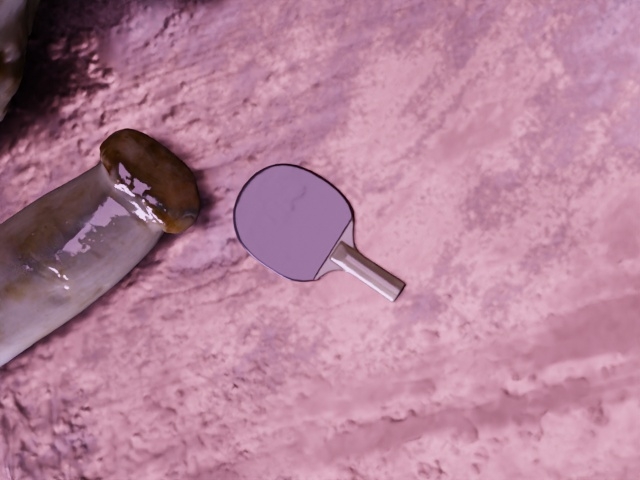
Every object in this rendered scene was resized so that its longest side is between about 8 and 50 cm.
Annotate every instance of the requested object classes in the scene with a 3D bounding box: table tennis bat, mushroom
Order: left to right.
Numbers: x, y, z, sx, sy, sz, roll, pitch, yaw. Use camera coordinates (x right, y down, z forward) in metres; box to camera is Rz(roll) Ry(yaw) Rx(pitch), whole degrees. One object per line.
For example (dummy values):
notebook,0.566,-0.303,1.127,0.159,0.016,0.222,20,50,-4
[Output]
mushroom,-0.235,0.026,1.506,0.312,0.081,0.100,-36,82,11
table tennis bat,0.000,0.000,1.503,0.156,0.013,0.087,35,94,8

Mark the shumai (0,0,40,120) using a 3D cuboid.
shumai,-0.253,-0.247,1.386,0.289,0.330,0.292,-10,64,18
